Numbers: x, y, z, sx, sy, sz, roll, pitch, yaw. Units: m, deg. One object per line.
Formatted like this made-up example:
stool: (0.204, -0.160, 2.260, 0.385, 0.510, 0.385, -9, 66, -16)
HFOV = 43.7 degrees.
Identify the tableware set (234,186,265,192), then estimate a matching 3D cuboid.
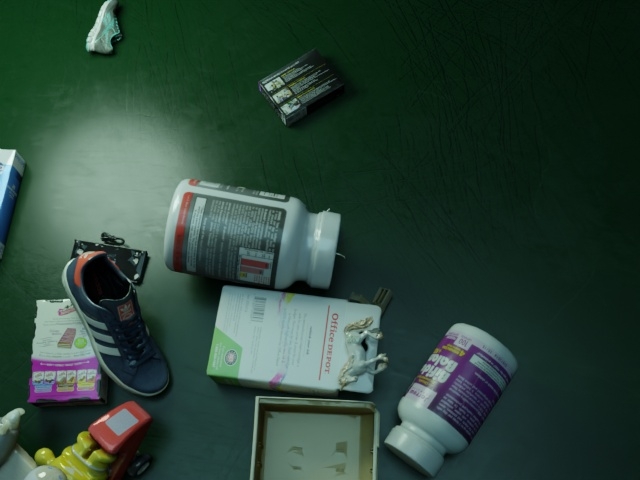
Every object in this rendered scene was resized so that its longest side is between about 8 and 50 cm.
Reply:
tableware set: (-0.202, -0.032, 1.900, 0.128, 0.039, 0.194, 9, 71, -1)

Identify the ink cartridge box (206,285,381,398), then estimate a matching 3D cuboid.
ink cartridge box: (-0.052, 0.228, 1.754, 0.353, 0.119, 0.207, 7, 70, 4)

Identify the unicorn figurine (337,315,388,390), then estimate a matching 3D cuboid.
unicorn figurine: (0.083, 0.242, 1.659, 0.111, 0.060, 0.162, -9, 54, -3)

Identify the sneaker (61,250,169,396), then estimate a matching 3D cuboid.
sneaker: (-0.428, 0.177, 1.720, 0.131, 0.148, 0.350, -37, 95, -40)

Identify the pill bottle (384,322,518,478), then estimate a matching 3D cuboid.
pill bottle: (0.268, 0.337, 1.677, 0.169, 0.169, 0.301, 34, 74, 13)

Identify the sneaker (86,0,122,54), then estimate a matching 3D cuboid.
sneaker: (-0.556, -0.558, 2.107, 0.076, 0.065, 0.166, 20, 74, -8)

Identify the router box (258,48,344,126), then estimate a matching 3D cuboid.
router box: (-0.048, -0.389, 2.025, 0.179, 0.046, 0.133, -32, 71, -10)

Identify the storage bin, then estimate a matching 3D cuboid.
storage bin: (-0.009, 0.471, 1.660, 0.260, 0.123, 0.262, 2, 69, 3)

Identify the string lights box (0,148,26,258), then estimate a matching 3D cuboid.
string lights box: (-0.813, -0.093, 1.922, 0.133, 0.077, 0.259, 5, 70, 3)

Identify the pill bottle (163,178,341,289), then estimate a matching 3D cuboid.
pill bottle: (-0.146, -0.005, 1.763, 0.363, 0.210, 0.210, 10, 70, 0)

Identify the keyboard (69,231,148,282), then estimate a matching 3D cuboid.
keyboard: (-0.501, 0.036, 1.894, 0.180, 0.023, 0.108, 9, 76, 4)

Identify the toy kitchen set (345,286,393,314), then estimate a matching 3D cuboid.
toy kitchen set: (0.104, 0.125, 1.819, 0.068, 0.083, 0.075, 9, 62, 50)

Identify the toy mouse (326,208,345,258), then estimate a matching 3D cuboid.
toy mouse: (0.000, 0.000, 1.885, 0.143, 0.031, 0.161, 35, 74, 14)

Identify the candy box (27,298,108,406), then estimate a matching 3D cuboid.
candy box: (-0.557, 0.249, 1.788, 0.159, 0.071, 0.233, -2, 70, 0)

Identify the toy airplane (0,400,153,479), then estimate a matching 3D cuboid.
toy airplane: (-0.532, 0.514, 1.580, 0.386, 0.272, 0.384, -3, 69, 2)
